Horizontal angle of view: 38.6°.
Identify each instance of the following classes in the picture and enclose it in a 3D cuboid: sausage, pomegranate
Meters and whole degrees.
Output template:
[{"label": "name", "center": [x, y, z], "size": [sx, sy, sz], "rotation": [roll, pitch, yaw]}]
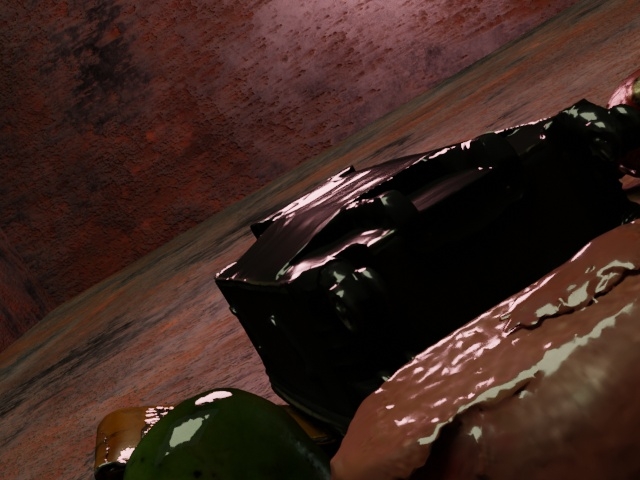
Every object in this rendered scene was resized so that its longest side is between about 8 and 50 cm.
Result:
[{"label": "sausage", "center": [0.140, 0.085, 0.451], "size": [0.280, 0.152, 0.152], "rotation": [-33, 10, -2]}, {"label": "pomegranate", "center": [-0.076, 0.192, 0.623], "size": [0.191, 0.152, 0.131], "rotation": [-43, 2, 30]}]

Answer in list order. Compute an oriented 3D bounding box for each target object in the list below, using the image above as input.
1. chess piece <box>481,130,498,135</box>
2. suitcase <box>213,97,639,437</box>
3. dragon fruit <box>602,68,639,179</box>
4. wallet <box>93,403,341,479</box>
[{"label": "chess piece", "center": [0.266, -0.143, 1.459], "size": [0.059, 0.059, 0.149], "rotation": [-32, 3, 3]}, {"label": "suitcase", "center": [0.079, 0.028, 0.772], "size": [0.283, 0.194, 0.434], "rotation": [-32, 9, -15]}, {"label": "dragon fruit", "center": [0.334, -0.103, 0.930], "size": [0.246, 0.125, 0.125], "rotation": [-46, 10, 51]}, {"label": "wallet", "center": [-0.091, 0.169, 0.774], "size": [0.196, 0.041, 0.161], "rotation": [1, -2, -14]}]
